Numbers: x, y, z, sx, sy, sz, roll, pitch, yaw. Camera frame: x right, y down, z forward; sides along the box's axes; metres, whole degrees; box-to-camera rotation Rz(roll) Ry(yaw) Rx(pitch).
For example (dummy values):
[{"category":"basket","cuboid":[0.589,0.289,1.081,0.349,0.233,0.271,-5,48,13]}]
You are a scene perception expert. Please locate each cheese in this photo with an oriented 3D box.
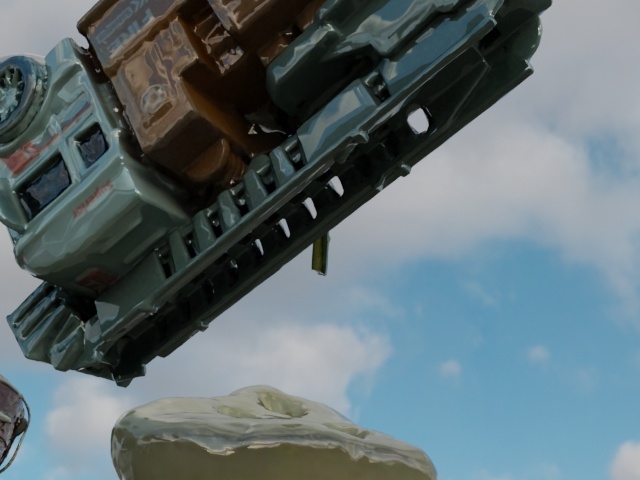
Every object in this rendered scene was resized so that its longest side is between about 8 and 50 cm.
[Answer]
[{"category":"cheese","cuboid":[-0.088,0.234,0.899,0.328,0.129,0.351,14,-5,-27]}]

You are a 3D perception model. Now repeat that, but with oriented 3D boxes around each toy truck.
[{"category":"toy truck","cuboid":[-0.055,-0.064,0.442,0.338,0.184,0.133,-39,-35,14]}]

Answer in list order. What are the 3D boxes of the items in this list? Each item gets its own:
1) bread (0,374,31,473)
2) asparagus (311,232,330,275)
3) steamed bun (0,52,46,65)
[{"category":"bread","cuboid":[-0.486,0.219,1.017,0.224,0.142,0.212,23,-34,-11]},{"category":"asparagus","cuboid":[0.001,0.000,1.087,0.025,0.021,0.108,16,-65,28]},{"category":"steamed bun","cuboid":[-0.543,-0.200,1.481,0.309,0.309,0.309,0,-38,0]}]
